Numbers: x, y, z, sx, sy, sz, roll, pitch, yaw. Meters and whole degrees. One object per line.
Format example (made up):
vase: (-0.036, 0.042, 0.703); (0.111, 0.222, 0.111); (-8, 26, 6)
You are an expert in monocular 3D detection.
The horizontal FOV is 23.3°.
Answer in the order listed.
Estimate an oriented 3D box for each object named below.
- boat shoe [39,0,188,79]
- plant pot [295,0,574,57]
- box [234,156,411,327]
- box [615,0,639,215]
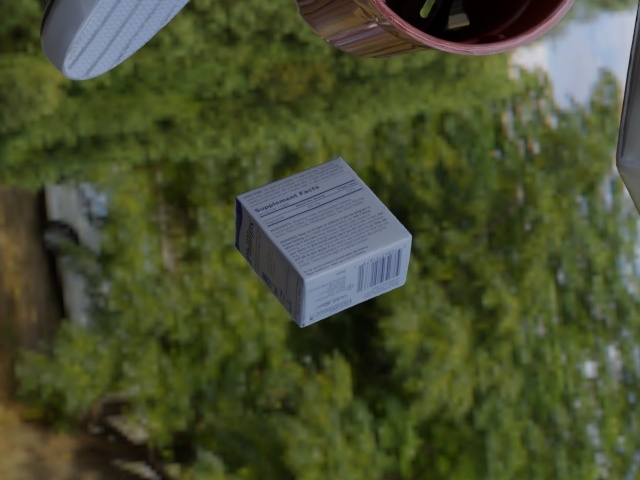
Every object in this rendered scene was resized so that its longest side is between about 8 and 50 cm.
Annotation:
boat shoe: (-0.109, -0.266, 1.036); (0.335, 0.119, 0.121); (-56, 163, 21)
plant pot: (0.098, -0.306, 1.591); (0.265, 0.272, 0.272); (174, -89, -71)
box: (0.000, 0.000, 1.544); (0.137, 0.126, 0.072); (50, -29, 36)
box: (0.247, -0.023, 0.743); (0.311, 0.148, 0.121); (44, 55, -58)
